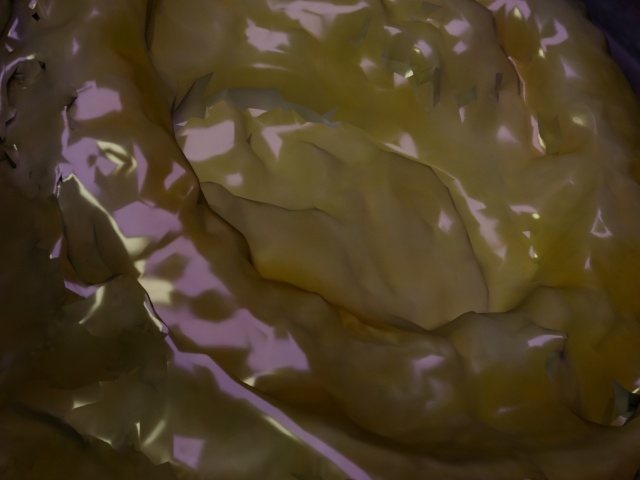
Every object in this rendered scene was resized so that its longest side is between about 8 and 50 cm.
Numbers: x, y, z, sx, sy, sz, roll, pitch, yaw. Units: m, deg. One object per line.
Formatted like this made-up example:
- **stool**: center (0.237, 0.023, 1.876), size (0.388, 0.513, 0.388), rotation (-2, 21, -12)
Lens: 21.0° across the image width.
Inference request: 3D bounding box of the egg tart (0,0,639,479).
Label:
- **egg tart**: center (0.000, 0.000, 0.408), size (0.279, 0.095, 0.279), rotation (16, 53, -22)
